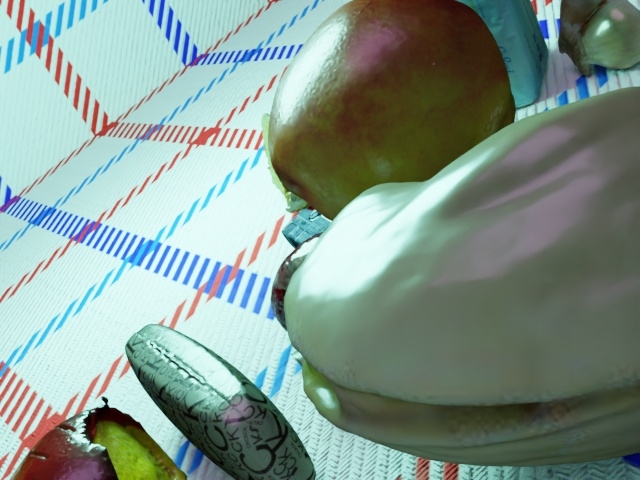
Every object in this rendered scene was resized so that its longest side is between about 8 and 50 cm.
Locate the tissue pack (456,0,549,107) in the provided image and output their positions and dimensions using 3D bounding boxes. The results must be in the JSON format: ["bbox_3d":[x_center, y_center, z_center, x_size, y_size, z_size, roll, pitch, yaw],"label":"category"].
[{"bbox_3d":[0.251,-0.340,1.463,0.089,0.263,0.177,-15,30,29],"label":"tissue pack"}]

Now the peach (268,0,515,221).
[{"bbox_3d":[0.085,-0.164,1.308,0.332,0.308,0.308,-35,23,6],"label":"peach"}]

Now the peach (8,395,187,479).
[{"bbox_3d":[-0.211,0.260,0.987,0.189,0.196,0.226,19,44,17],"label":"peach"}]

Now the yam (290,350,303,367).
[{"bbox_3d":[0.056,0.108,1.091,0.169,0.068,0.068,-31,24,0],"label":"yam"}]

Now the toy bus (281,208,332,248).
[{"bbox_3d":[0.000,0.000,1.394,0.065,0.047,0.166,-41,23,-7],"label":"toy bus"}]

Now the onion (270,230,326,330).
[{"bbox_3d":[0.023,0.032,1.237,0.206,0.098,0.151,-27,26,14],"label":"onion"}]

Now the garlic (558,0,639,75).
[{"bbox_3d":[0.397,-0.305,1.408,0.099,0.124,0.174,-21,49,-12],"label":"garlic"}]

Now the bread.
[{"bbox_3d":[-0.033,-0.139,1.586,0.127,0.152,0.147,-27,21,-6],"label":"bread"}]

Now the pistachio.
[{"bbox_3d":[0.174,0.029,0.824,0.445,0.281,0.365,-9,27,35],"label":"pistachio"}]

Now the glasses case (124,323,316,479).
[{"bbox_3d":[-0.117,0.176,1.084,0.085,0.137,0.354,-41,25,-16],"label":"glasses case"}]
